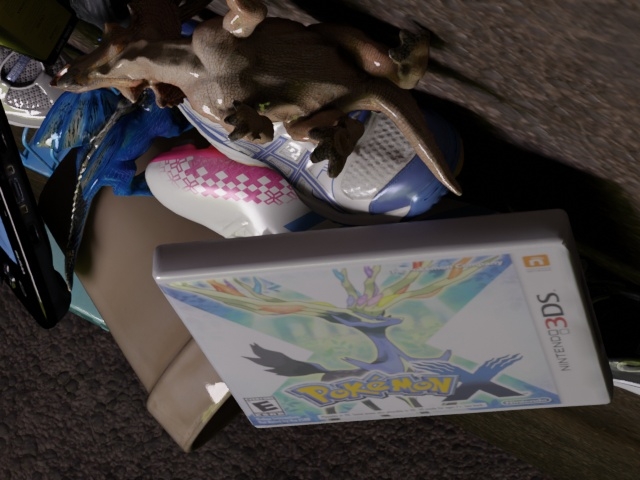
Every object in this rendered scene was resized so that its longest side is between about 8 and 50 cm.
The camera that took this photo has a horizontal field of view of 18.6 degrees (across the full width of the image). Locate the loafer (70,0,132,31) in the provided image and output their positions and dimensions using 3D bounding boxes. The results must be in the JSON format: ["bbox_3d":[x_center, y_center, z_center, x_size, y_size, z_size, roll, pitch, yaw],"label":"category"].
[{"bbox_3d":[-0.172,-0.203,1.495,0.078,0.076,0.223,19,175,6],"label":"loafer"}]

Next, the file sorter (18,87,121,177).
[{"bbox_3d":[-0.253,-0.121,2.139,0.170,0.118,0.104,25,168,24],"label":"file sorter"}]

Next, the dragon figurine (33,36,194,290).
[{"bbox_3d":[-0.192,-0.090,1.733,0.085,0.289,0.144,45,-163,21],"label":"dragon figurine"}]

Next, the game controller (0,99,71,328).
[{"bbox_3d":[-0.309,-0.071,1.809,0.166,0.067,0.319,-126,18,-61],"label":"game controller"}]

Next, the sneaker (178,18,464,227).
[{"bbox_3d":[-0.024,-0.098,1.541,0.296,0.112,0.131,19,166,40],"label":"sneaker"}]

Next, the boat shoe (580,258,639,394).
[{"bbox_3d":[0.237,0.080,1.786,0.306,0.113,0.105,18,161,37],"label":"boat shoe"}]

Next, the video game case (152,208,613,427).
[{"bbox_3d":[0.062,0.073,1.616,0.329,0.036,0.300,-5,150,14],"label":"video game case"}]

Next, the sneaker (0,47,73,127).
[{"bbox_3d":[-0.368,-0.207,2.021,0.281,0.105,0.115,30,172,-9],"label":"sneaker"}]

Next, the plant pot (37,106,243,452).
[{"bbox_3d":[-0.113,-0.003,1.909,0.280,0.323,0.323,45,173,5],"label":"plant pot"}]

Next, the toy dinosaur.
[{"bbox_3d":[-0.032,-0.124,1.404,0.295,0.127,0.200,17,-178,-12],"label":"toy dinosaur"}]

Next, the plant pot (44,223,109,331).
[{"bbox_3d":[-0.235,-0.018,2.298,0.165,0.234,0.165,28,172,6],"label":"plant pot"}]

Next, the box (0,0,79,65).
[{"bbox_3d":[-0.329,-0.246,1.817,0.087,0.058,0.232,22,171,36],"label":"box"}]

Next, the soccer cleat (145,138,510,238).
[{"bbox_3d":[0.000,0.000,1.684,0.331,0.143,0.116,9,168,9],"label":"soccer cleat"}]
